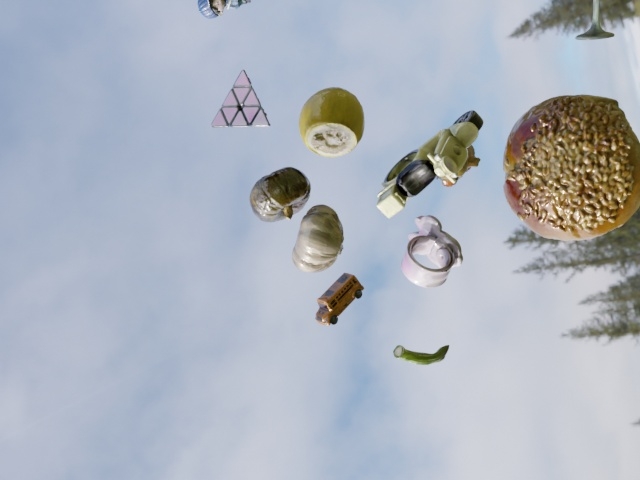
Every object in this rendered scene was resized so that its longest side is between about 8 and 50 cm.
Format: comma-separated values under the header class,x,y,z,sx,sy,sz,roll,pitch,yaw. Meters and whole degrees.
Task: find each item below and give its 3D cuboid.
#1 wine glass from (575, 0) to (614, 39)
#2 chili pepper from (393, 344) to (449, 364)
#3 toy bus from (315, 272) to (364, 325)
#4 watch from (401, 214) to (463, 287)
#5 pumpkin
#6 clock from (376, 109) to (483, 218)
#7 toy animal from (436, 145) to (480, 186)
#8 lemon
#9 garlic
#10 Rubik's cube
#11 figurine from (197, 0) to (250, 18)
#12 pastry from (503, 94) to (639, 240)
class,x,y,z,sx,sy,sz,roll,pitch,yaw
wine glass,0.789,-0.679,1.676,0.096,0.264,0.310,-59,-34,-64
chili pepper,0.290,0.324,1.873,0.201,0.052,0.050,7,-135,-34
toy bus,0.055,0.202,2.290,0.194,0.083,0.088,-44,-61,-21
watch,0.406,0.048,2.553,0.248,0.211,0.217,38,-128,20
pumpkin,-0.128,-0.140,2.197,0.219,0.219,0.162,0,-124,-58
clock,0.345,-0.239,2.089,0.120,0.379,0.276,41,-143,-14
toy animal,0.512,-0.310,2.571,0.281,0.195,0.169,-47,-44,-56
lemon,0.042,-0.435,2.369,0.240,0.240,0.219,39,-135,-44
garlic,0.001,0.001,2.151,0.228,0.152,0.228,20,-90,-77
Rubik's cube,-0.279,-0.430,2.130,0.211,0.178,0.190,-125,13,-76
figurine,-0.275,-0.684,1.877,0.087,0.149,0.086,-172,65,-80
pastry,0.669,-0.196,1.780,0.245,0.409,0.410,2,-105,-54
